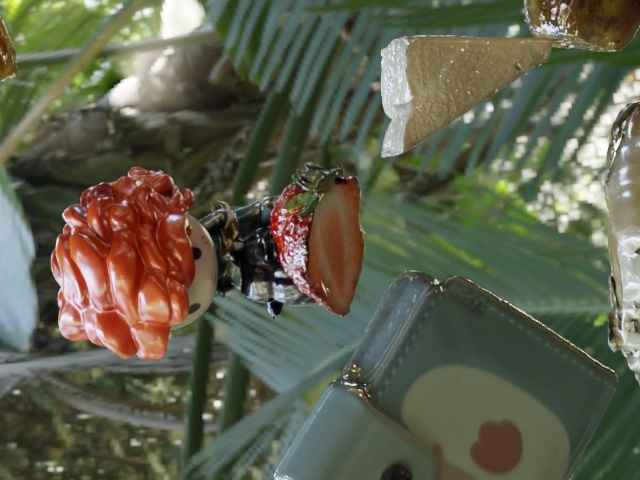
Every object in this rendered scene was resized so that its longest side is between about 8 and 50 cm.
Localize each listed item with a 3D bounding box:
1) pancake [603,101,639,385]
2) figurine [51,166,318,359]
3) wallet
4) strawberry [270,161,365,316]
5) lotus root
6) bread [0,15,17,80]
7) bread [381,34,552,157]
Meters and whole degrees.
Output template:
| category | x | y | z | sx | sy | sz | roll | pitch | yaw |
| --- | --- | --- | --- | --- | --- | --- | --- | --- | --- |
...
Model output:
| category | x | y | z | sx | sy | sz | roll | pitch | yaw |
| --- | --- | --- | --- | --- | --- | --- | --- | --- | --- |
| pancake | 0.181 | 0.117 | 0.543 | 0.382 | 0.071 | 0.382 | -10 | -90 | -68 |
| figurine | -0.152 | 0.024 | 1.691 | 0.412 | 0.306 | 0.241 | 0 | -60 | -25 |
| wallet | 0.080 | 0.216 | 1.081 | 0.252 | 0.083 | 0.360 | 33 | -97 | -25 |
| strawberry | 0.000 | 0.000 | 1.457 | 0.146 | 0.082 | 0.187 | -37 | -56 | -42 |
| lotus root | 0.404 | -0.417 | 1.927 | 0.193 | 0.193 | 0.290 | 27 | -106 | -51 |
| bread | -0.319 | -0.193 | 1.125 | 0.132 | 0.074 | 0.053 | 68 | -153 | -21 |
| bread | 0.129 | -0.128 | 1.150 | 0.152 | 0.077 | 0.105 | -1 | -89 | -13 |
